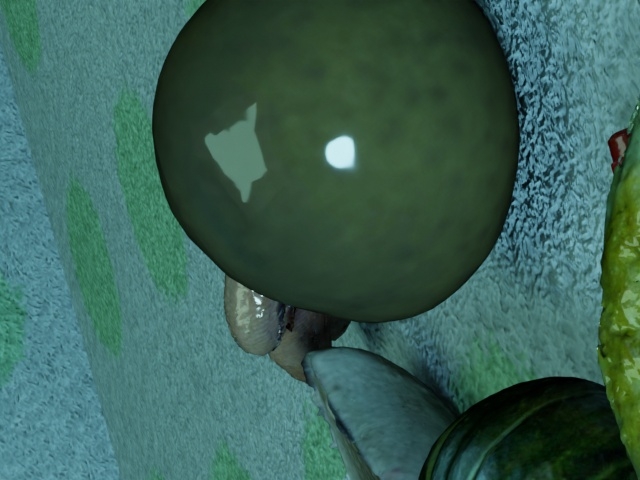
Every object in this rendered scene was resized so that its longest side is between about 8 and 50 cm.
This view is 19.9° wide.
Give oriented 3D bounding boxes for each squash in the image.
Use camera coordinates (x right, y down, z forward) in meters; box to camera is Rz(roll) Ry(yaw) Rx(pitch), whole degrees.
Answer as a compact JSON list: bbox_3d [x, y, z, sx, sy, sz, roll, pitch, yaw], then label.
[{"bbox_3d":[0.156,0.180,1.075,0.218,0.172,0.218,44,143,46],"label":"squash"}]

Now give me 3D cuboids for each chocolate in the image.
[{"bbox_3d":[0.089,0.215,1.415,0.303,0.100,0.185,-120,13,-45],"label":"chocolate"}]

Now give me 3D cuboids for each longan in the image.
[{"bbox_3d":[0.016,-0.073,1.212,0.258,0.258,0.258,166,90,-72],"label":"longan"}]

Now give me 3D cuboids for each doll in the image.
[{"bbox_3d":[0.000,0.000,1.495,0.303,0.156,0.201,67,-146,-46],"label":"doll"}]

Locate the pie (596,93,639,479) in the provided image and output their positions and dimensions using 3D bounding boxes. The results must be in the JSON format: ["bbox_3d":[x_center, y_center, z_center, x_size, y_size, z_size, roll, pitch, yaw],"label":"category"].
[{"bbox_3d":[0.224,0.010,0.756,0.323,0.071,0.323,-15,72,57],"label":"pie"}]

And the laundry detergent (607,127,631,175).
[{"bbox_3d":[0.199,0.013,1.021,0.097,0.049,0.165,-31,73,64],"label":"laundry detergent"}]
